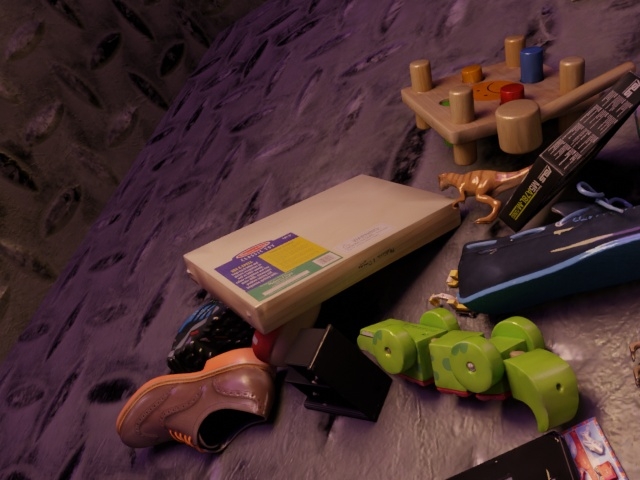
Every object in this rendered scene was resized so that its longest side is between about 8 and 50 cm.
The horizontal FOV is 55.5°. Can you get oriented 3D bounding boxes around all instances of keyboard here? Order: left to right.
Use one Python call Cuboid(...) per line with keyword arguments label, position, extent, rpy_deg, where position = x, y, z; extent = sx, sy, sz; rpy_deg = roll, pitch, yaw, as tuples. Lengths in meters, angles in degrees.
Cuboid(label="keyboard", position=(0.203, 0.293, 0.674), extent=(0.180, 0.023, 0.108), rpy_deg=(-37, 25, 25))

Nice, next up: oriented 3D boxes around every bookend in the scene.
Cuboid(label="bookend", position=(-0.004, 0.195, 0.916), extent=(0.156, 0.157, 0.072), rpy_deg=(-5, 49, 46))

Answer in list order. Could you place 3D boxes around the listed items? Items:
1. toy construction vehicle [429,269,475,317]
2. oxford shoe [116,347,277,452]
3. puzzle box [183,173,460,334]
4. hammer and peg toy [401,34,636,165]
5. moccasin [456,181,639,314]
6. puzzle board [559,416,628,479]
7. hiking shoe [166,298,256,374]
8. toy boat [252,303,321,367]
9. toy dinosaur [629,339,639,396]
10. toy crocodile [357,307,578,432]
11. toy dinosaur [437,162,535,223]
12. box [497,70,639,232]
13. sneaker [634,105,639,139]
Cuboid(label="toy construction vehicle", position=(0.219, 0.069, 0.916), extent=(0.098, 0.035, 0.086), rpy_deg=(4, 56, 52))
Cuboid(label="oxford shoe", position=(-0.237, 0.316, 1.088), extent=(0.363, 0.130, 0.133), rpy_deg=(-30, 40, 24))
Cuboid(label="puzzle box", position=(0.000, 0.000, 1.046), extent=(0.409, 0.052, 0.272), rpy_deg=(-26, 29, -26))
Cuboid(label="hammer and peg toy", position=(0.309, -0.219, 0.984), extent=(0.266, 0.127, 0.361), rpy_deg=(-16, 31, -5))
Cuboid(label="moccasin", position=(0.319, -0.006, 0.767), extent=(0.342, 0.137, 0.117), rpy_deg=(-19, 56, 30))
Cuboid(label="puzzle board", position=(0.275, 0.261, 0.647), extent=(0.096, 0.011, 0.128), rpy_deg=(-34, 32, 18))
Cuboid(label="hiking shoe", position=(-0.198, 0.153, 1.239), extent=(0.304, 0.113, 0.132), rpy_deg=(-34, 33, 19))
Cuboid(label="toy boat", position=(-0.079, 0.106, 1.060), extent=(0.231, 0.151, 0.151), rpy_deg=(-76, 5, -58))
Cuboid(label="toy dinosaur", position=(0.384, 0.130, 0.649), extent=(0.092, 0.053, 0.183), rpy_deg=(-10, 51, 23))
Cuboid(label="toy crocodile", position=(0.177, 0.158, 0.806), extent=(0.115, 0.105, 0.340), rpy_deg=(-15, 10, -37))
Cuboid(label="toy dinosaur", position=(0.263, -0.083, 0.937), extent=(0.211, 0.064, 0.112), rpy_deg=(-4, 86, 41))
Cuboid(label="box", position=(0.342, -0.114, 0.834), extent=(0.190, 0.045, 0.184), rpy_deg=(-40, -14, -16))
Cuboid(label="sneaker", position=(0.499, -0.195, 0.844), extent=(0.092, 0.087, 0.229), rpy_deg=(-1, 55, 43))
